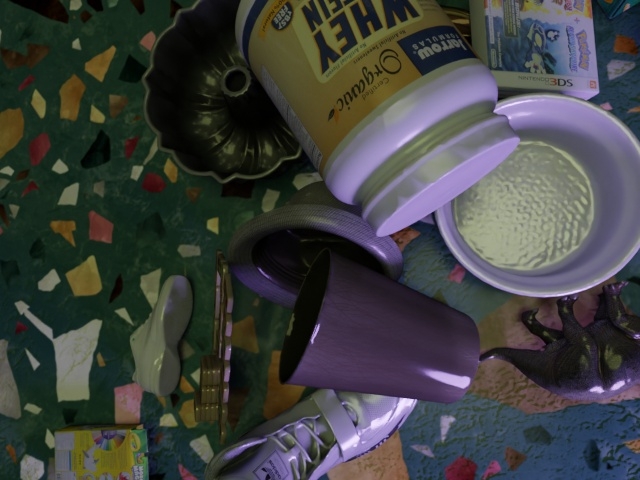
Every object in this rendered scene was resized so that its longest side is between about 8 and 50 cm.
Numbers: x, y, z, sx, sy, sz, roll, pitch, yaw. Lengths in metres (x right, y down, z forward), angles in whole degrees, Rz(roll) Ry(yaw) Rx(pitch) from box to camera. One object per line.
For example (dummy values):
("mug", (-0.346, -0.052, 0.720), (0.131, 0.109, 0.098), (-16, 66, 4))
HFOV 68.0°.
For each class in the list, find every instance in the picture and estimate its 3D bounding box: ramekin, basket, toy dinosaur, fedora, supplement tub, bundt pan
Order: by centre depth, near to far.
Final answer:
("supplement tub", (0.065, -0.186, 0.580), (0.228, 0.228, 0.316), (-34, 79, 7))
("basket", (0.081, 0.133, 0.644), (0.227, 0.154, 0.204), (18, 120, -11))
("toy dinosaur", (0.384, 0.156, 0.666), (0.314, 0.121, 0.160), (-15, 68, 6))
("ramekin", (0.304, -0.058, 0.693), (0.278, 0.135, 0.277), (-1, 85, 12))
("fedora", (0.000, 0.000, 0.731), (0.244, 0.275, 0.124), (33, 52, -23))
("bundt pan", (-0.123, -0.247, 0.805), (0.331, 0.124, 0.330), (-1, 85, 11))

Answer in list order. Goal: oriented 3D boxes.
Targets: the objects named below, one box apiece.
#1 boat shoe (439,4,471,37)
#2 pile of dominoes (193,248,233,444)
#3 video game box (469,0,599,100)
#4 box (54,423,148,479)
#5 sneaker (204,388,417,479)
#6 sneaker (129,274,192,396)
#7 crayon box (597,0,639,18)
("boat shoe", (0.208, -0.354, 0.784), (0.178, 0.064, 0.060), (20, 122, 9))
("pile of dominoes", (-0.168, 0.153, 0.724), (0.040, 0.196, 0.251), (1, 99, -17))
("video game box", (0.325, -0.318, 0.725), (0.187, 0.048, 0.205), (-1, 84, -14))
("box", (-0.382, 0.382, 0.843), (0.179, 0.043, 0.105), (-6, 83, 14))
("sneaker", (-0.014, 0.297, 0.687), (0.366, 0.210, 0.137), (-34, 79, 7))
("sneaker", (-0.290, 0.159, 0.832), (0.094, 0.080, 0.212), (10, 88, 24))
("crayon box", (0.462, -0.510, 0.729), (0.165, 0.081, 0.278), (-29, 80, 8))
